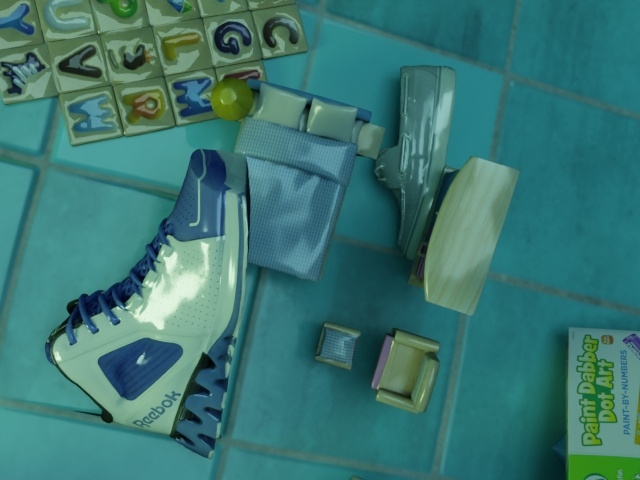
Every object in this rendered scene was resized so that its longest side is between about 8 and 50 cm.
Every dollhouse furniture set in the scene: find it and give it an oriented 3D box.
[{"bbox_3d":[0.000,0.000,0.899,0.303,0.198,0.286,17,92,1],"label":"dollhouse furniture set"}]

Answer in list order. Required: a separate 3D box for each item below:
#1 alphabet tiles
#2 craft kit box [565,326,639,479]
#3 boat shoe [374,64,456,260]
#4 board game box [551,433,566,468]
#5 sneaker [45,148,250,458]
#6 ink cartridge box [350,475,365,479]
[{"bbox_3d":[-0.192,-0.262,0.993,0.343,0.011,0.285,-14,89,-18],"label":"alphabet tiles"},{"bbox_3d":[0.396,0.217,0.996,0.247,0.061,0.250,0,52,14],"label":"craft kit box"},{"bbox_3d":[0.103,-0.091,1.041,0.081,0.079,0.227,9,86,7],"label":"boat shoe"},{"bbox_3d":[0.473,0.251,1.120,0.316,0.064,0.242,-37,96,-17],"label":"board game box"},{"bbox_3d":[-0.168,0.068,0.875,0.182,0.127,0.315,8,113,-7],"label":"sneaker"},{"bbox_3d":[0.055,0.359,0.949,0.127,0.128,0.176,38,75,-10],"label":"ink cartridge box"}]
